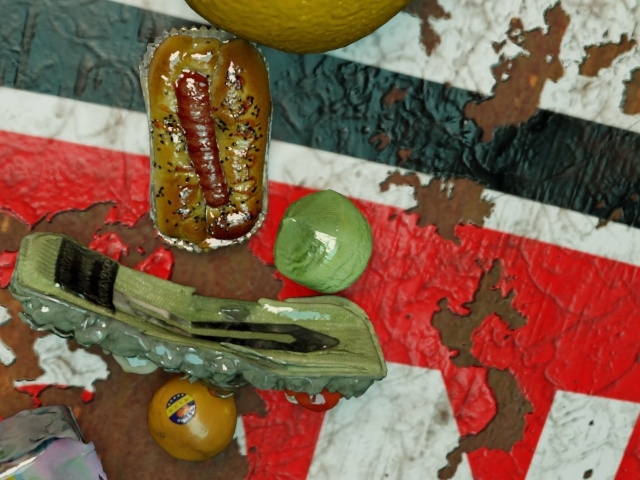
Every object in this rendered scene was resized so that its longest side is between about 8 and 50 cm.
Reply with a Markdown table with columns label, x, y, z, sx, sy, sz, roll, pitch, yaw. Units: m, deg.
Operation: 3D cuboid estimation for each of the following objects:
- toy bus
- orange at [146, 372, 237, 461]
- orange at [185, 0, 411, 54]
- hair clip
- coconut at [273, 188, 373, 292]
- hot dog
| label | x | y | z | sx | sy | sz | roll | pitch | yaw |
| --- | --- | --- | --- | --- | --- | --- | --- | --- | --- |
| toy bus | -0.224 | 0.307 | 0.905 | 0.138 | 0.112 | 0.316 | -26 | 113 | -14 |
| orange | -0.114 | 0.157 | 0.889 | 0.084 | 0.083 | 0.083 | -4 | 109 | -11 |
| orange | -0.012 | -0.248 | 0.701 | 0.236 | 0.236 | 0.236 | -4 | 109 | -11 |
| hair clip | -0.103 | 0.084 | 0.842 | 0.322 | 0.138 | 0.091 | 15 | 115 | -16 |
| coconut | 0.000 | 0.000 | 0.857 | 0.088 | 0.088 | 0.096 | -49 | 132 | 7 |
| hot dog | -0.092 | -0.083 | 0.826 | 0.108 | 0.059 | 0.191 | -2 | 111 | -7 |
